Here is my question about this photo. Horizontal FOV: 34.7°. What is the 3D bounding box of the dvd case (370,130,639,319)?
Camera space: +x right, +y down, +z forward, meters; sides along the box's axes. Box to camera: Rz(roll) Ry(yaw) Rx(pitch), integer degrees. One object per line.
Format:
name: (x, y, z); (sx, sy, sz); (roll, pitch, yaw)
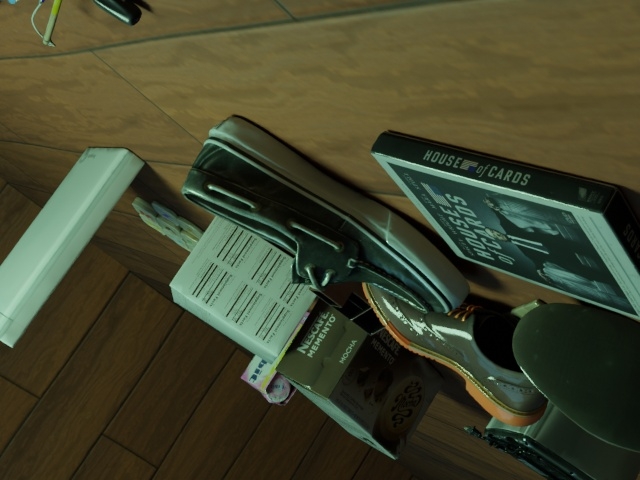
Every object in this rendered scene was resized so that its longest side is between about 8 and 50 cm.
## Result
dvd case: (0.172, -0.011, 0.863); (0.239, 0.029, 0.179); (20, 161, 45)

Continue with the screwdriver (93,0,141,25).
screwdriver: (-0.239, -0.260, 0.982); (0.170, 0.025, 0.024); (40, 170, 10)

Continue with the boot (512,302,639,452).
boot: (0.326, 0.157, 0.971); (0.305, 0.112, 0.115); (26, 177, 21)

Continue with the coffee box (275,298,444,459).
coffee box: (0.073, 0.223, 1.698); (0.119, 0.168, 0.297); (24, 164, 37)

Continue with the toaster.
toaster: (0.315, 0.259, 1.352); (0.186, 0.110, 0.168); (34, 167, -4)

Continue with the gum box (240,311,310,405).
gum box: (-0.069, 0.229, 2.022); (0.062, 0.188, 0.107); (40, 167, -27)

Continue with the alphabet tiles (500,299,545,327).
alphabet tiles: (0.313, 0.145, 1.160); (0.237, 0.009, 0.198); (33, 167, 1)

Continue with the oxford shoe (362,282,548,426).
oxford shoe: (0.164, 0.096, 1.198); (0.271, 0.097, 0.098); (37, 144, 22)

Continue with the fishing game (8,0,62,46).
fishing game: (-0.355, -0.313, 1.012); (0.264, 0.041, 0.189); (40, 159, -5)

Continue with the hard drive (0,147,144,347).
hard drive: (-0.440, 0.000, 1.685); (0.047, 0.353, 0.233); (40, 166, -26)

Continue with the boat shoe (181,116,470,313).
boat shoe: (0.000, 0.000, 1.125); (0.335, 0.119, 0.121); (32, 168, 5)

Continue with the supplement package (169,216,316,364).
supplement package: (-0.120, 0.083, 1.677); (0.203, 0.149, 0.194); (33, 168, 1)

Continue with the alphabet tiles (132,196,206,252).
alphabet tiles: (-0.240, 0.009, 2.006); (0.284, 0.021, 0.278); (31, 168, 9)

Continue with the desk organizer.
desk organizer: (0.051, 0.087, 1.499); (0.130, 0.050, 0.047); (38, 167, -20)
